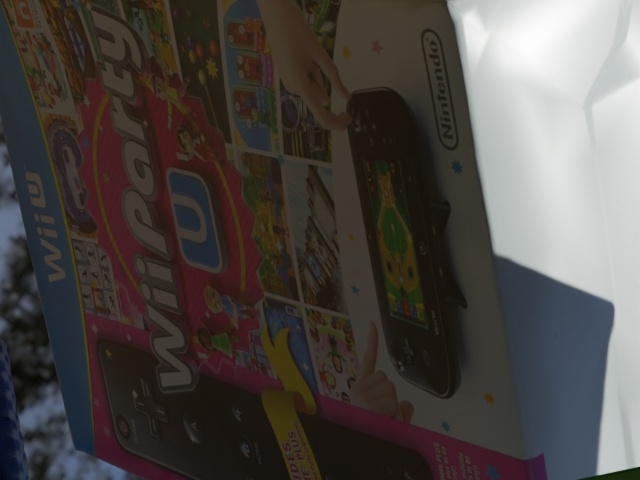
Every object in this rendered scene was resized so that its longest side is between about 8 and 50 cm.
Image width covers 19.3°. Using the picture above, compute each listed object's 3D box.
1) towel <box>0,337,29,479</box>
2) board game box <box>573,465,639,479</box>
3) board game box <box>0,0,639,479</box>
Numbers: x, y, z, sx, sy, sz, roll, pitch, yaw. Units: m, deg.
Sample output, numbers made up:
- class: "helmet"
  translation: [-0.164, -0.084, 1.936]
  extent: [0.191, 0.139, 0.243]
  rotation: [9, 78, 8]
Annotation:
- class: "towel"
  translation: [-0.229, 0.178, 0.589]
  extent: [0.336, 0.040, 0.243]
  rotation: [-17, -108, 21]
- class: "board game box"
  translation: [0.096, 0.200, 0.369]
  extent: [0.213, 0.046, 0.317]
  rotation: [-19, -101, 36]
- class: "board game box"
  translation: [0.000, 0.000, 0.703]
  extent: [0.097, 0.224, 0.303]
  rotation: [-22, -159, -32]
